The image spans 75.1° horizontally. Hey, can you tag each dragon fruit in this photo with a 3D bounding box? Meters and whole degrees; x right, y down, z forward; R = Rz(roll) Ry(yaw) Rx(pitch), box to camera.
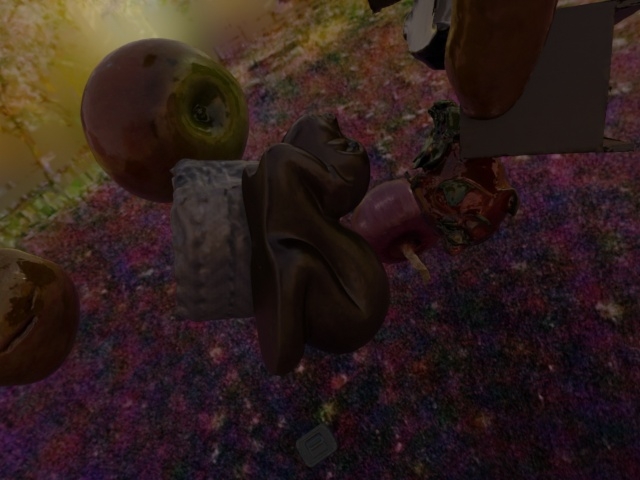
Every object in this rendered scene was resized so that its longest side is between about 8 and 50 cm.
[{"bbox_3d":[0.239,-0.116,0.754,0.198,0.269,0.200,-16,13,38],"label":"dragon fruit"}]

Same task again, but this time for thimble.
[{"bbox_3d":[-0.137,0.001,0.612,0.157,0.246,0.217,-4,45,-20],"label":"thimble"}]

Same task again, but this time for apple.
[{"bbox_3d":[-0.317,-0.249,0.895,0.339,0.340,0.340,-24,32,15],"label":"apple"},{"bbox_3d":[-0.591,0.138,0.781,0.264,0.264,0.264,-24,32,15],"label":"apple"}]

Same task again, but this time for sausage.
[{"bbox_3d":[0.162,-0.238,0.382,0.108,0.271,0.109,-8,50,10],"label":"sausage"}]

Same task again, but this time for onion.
[{"bbox_3d":[0.300,-0.057,1.564,0.358,0.358,0.345,-33,27,0],"label":"onion"}]

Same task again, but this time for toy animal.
[{"bbox_3d":[0.335,-0.462,0.904,0.266,0.213,0.213,7,33,-8],"label":"toy animal"}]

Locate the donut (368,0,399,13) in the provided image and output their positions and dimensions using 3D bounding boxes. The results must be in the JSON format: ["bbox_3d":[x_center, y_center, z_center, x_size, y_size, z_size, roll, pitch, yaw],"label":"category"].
[{"bbox_3d":[0.117,-0.576,0.771,0.107,0.272,0.272,-5,39,21],"label":"donut"}]

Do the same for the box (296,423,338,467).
[{"bbox_3d":[-0.005,0.528,1.082,0.099,0.054,0.074,-37,71,4],"label":"box"}]

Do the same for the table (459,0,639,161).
[{"bbox_3d":[0.291,-0.204,0.563,0.192,0.169,0.172,0,16,21],"label":"table"}]

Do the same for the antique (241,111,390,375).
[{"bbox_3d":[0.000,0.000,0.439,0.143,0.257,0.121,-8,2,-22],"label":"antique"}]
